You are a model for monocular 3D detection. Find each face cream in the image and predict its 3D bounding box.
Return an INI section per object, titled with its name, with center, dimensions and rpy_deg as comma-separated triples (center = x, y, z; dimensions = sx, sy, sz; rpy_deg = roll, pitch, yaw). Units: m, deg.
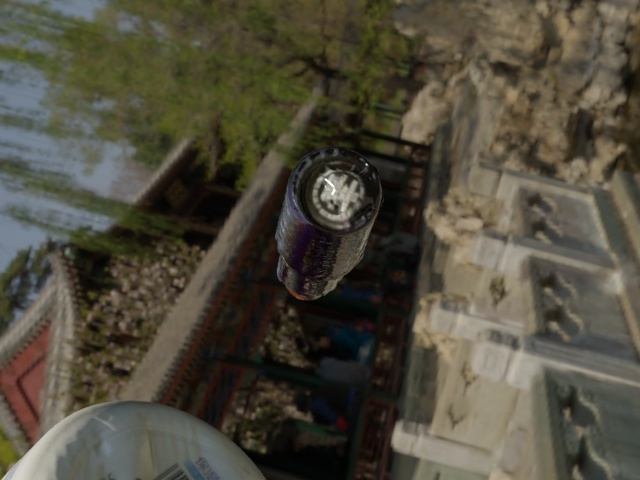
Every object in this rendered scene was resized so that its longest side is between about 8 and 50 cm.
[face cream]
center = -0.117, 0.209, 0.653
dimensions = 0.111, 0.206, 0.206
rpy_deg = -45, 16, 33

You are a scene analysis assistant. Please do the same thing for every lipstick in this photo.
[lipstick]
center = 0.000, 0.000, 0.896
dimensions = 0.300, 0.081, 0.081
rpy_deg = 104, -179, -73
